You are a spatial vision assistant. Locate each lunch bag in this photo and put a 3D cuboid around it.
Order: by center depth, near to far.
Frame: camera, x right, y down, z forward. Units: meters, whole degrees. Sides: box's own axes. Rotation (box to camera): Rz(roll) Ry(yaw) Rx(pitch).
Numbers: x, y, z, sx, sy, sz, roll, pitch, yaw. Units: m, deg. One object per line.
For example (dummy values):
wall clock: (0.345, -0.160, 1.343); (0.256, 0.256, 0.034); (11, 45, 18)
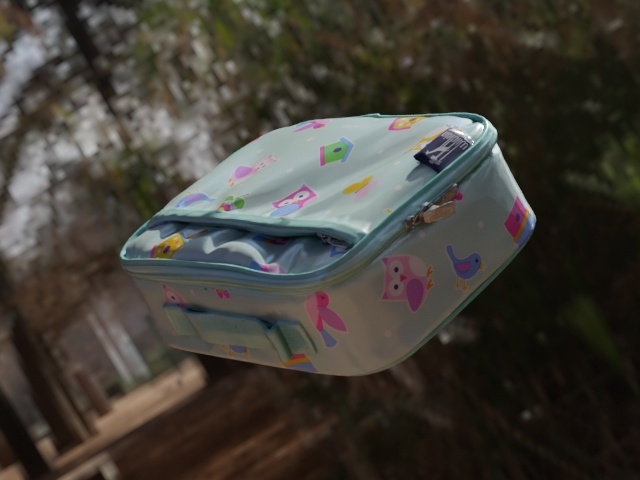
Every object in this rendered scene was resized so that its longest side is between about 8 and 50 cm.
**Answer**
lunch bag: (0.000, 0.000, 1.387); (0.224, 0.108, 0.279); (-37, 24, -33)
